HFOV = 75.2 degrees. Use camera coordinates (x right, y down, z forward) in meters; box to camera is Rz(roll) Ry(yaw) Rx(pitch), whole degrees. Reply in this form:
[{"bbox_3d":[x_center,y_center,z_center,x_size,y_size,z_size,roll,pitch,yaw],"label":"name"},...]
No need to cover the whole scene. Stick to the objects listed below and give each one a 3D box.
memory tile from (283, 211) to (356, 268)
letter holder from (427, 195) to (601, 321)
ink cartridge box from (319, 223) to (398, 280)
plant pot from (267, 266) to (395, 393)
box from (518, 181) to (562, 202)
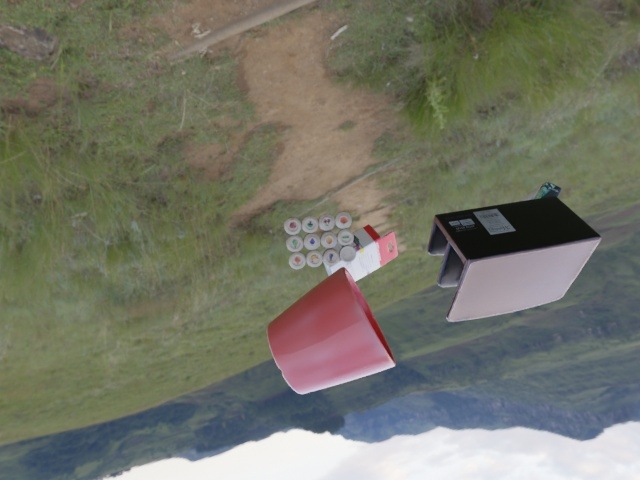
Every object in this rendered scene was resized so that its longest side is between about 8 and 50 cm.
[{"bbox_3d":[0.000,0.000,0.882,0.147,0.113,0.012,-7,-176,-9],"label":"memory tile"},{"bbox_3d":[0.407,0.046,0.935,0.301,0.152,0.215,-9,133,-10],"label":"letter holder"},{"bbox_3d":[0.126,0.044,1.327,0.231,0.078,0.134,-29,137,-8],"label":"ink cartridge box"},{"bbox_3d":[0.018,0.238,1.038,0.243,0.275,0.275,-28,162,5],"label":"plant pot"},{"bbox_3d":[0.639,-0.011,1.342,0.322,0.058,0.232,-63,170,-5],"label":"box"}]
